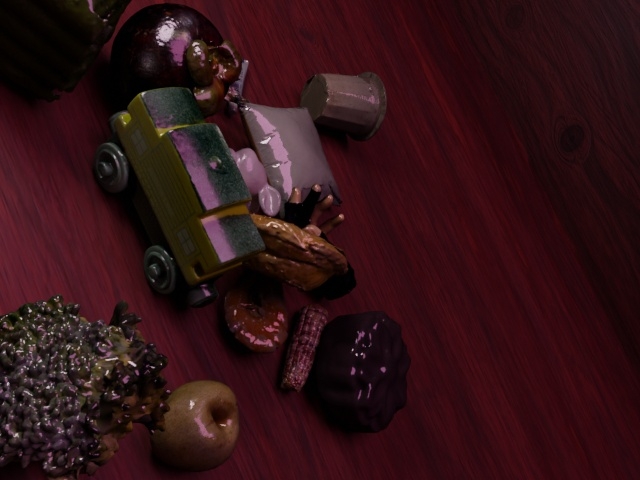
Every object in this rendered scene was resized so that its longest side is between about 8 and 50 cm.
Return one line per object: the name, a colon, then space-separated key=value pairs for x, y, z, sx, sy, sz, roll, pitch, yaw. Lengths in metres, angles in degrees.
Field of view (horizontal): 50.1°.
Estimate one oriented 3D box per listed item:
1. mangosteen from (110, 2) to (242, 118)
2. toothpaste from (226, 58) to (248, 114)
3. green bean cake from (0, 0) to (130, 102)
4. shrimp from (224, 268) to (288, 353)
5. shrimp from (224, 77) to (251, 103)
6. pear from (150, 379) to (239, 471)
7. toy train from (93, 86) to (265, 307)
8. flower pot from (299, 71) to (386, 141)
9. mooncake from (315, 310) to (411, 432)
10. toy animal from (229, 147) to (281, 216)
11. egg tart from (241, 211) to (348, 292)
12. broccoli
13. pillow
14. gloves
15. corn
mangosteen: x=-0.314 y=-0.378 z=1.506 sx=0.288 sy=0.288 sz=0.288 roll=27 pitch=48 yaw=-35
toothpaste: x=-0.227 y=-0.418 z=1.835 sx=0.062 sy=0.037 sz=0.216 roll=16 pitch=52 yaw=-21
green bean cake: x=-0.483 y=-0.470 z=1.338 sx=0.218 sy=0.335 sz=0.319 roll=41 pitch=46 yaw=-21
shrimp: x=-0.143 y=0.126 z=1.541 sx=0.154 sy=0.062 sz=0.294 roll=21 pitch=37 yaw=-21
shrimp: x=-0.277 y=-0.429 z=1.758 sx=0.254 sy=0.059 sz=0.145 roll=31 pitch=38 yaw=-15
pear: x=-0.226 y=0.341 z=1.260 sx=0.167 sy=0.136 sz=0.167 roll=31 pitch=45 yaw=-37
toy train: x=-0.281 y=-0.092 z=1.370 sx=0.179 sy=0.272 sz=0.442 roll=-21 pitch=83 yaw=-49
flower pot: x=0.057 y=-0.416 z=2.040 sx=0.203 sy=0.212 sz=0.212 roll=6 pitch=62 yaw=-35
mooncake: x=0.112 y=0.307 z=1.612 sx=0.283 sy=0.141 sz=0.283 roll=16 pitch=70 yaw=-53
toy animal: x=-0.202 y=-0.123 z=1.597 sx=0.193 sy=0.127 sz=0.178 roll=-2 pitch=70 yaw=-50
egg tart: x=-0.082 y=0.034 z=1.491 sx=0.290 sy=0.290 sz=0.115 roll=30 pitch=78 yaw=-33
broccoli: x=-0.399 y=0.221 z=1.042 sx=0.272 sy=0.334 sz=0.324 roll=60 pitch=41 yaw=-64
pillow: x=-0.073 y=-0.218 z=1.799 sx=0.312 sy=0.119 sz=0.310 roll=-16 pitch=88 yaw=-59
gloves: x=-0.005 y=0.007 z=1.686 sx=0.197 sy=0.152 sz=0.301 roll=-101 pitch=179 yaw=-75
corn: x=-0.040 y=0.246 z=1.586 sx=0.079 sy=0.079 sz=0.237 roll=41 pitch=46 yaw=-22
